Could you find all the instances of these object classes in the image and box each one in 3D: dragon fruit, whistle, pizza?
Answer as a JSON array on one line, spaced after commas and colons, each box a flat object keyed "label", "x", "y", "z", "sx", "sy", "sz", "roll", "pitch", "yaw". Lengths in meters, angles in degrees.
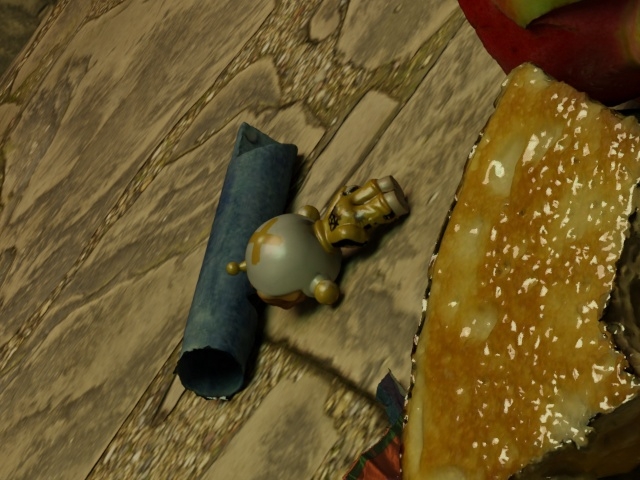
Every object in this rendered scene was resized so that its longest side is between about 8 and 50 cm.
[{"label": "dragon fruit", "x": 0.200, "y": -0.189, "z": 1.283, "sx": 0.227, "sy": 0.224, "sz": 0.224, "roll": -16, "pitch": 40, "yaw": 40}, {"label": "whistle", "x": -0.067, "y": 0.007, "z": 1.691, "sx": 0.062, "sy": 0.062, "sz": 0.304, "roll": -36, "pitch": 27, "yaw": 34}, {"label": "pizza", "x": 0.145, "y": 0.037, "z": 1.152, "sx": 0.223, "sy": 0.089, "sz": 0.323, "roll": -10, "pitch": 62, "yaw": 52}]

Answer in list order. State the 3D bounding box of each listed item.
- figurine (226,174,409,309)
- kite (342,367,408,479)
[{"label": "figurine", "x": 0.002, "y": 0.003, "z": 1.566, "sx": 0.143, "sy": 0.068, "sz": 0.101, "roll": -13, "pitch": 48, "yaw": 32}, {"label": "kite", "x": 0.064, "y": 0.146, "z": 1.289, "sx": 0.321, "sy": 0.016, "sz": 0.234, "roll": -50, "pitch": 24, "yaw": 6}]
